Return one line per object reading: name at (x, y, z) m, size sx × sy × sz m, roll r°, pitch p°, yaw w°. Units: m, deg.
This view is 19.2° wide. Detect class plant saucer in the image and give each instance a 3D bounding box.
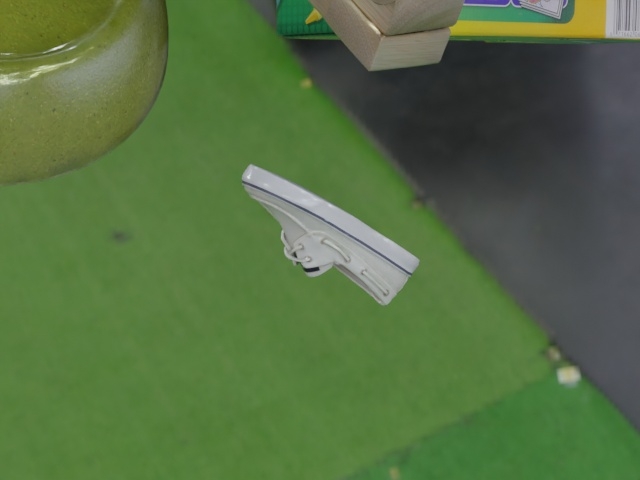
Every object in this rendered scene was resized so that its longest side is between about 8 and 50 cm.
plant saucer at (-0.161, -0.128, 0.751) m, size 0.241 × 0.037 × 0.241 m, roll 20°, pitch 44°, yaw -21°

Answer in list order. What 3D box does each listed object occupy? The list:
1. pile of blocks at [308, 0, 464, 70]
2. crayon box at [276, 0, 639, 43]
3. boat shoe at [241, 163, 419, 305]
pile of blocks at (0.001, -0.178, 0.766) m, size 0.149 × 0.362 × 0.113 m, roll -45°, pitch 55°, yaw 10°
crayon box at (0.105, -0.215, 1.251) m, size 0.278 × 0.165 × 0.081 m, roll -3°, pitch 5°, yaw -35°
boat shoe at (0.000, 0.000, 0.887) m, size 0.035 × 0.100 × 0.035 m, roll -59°, pitch 29°, yaw -1°
